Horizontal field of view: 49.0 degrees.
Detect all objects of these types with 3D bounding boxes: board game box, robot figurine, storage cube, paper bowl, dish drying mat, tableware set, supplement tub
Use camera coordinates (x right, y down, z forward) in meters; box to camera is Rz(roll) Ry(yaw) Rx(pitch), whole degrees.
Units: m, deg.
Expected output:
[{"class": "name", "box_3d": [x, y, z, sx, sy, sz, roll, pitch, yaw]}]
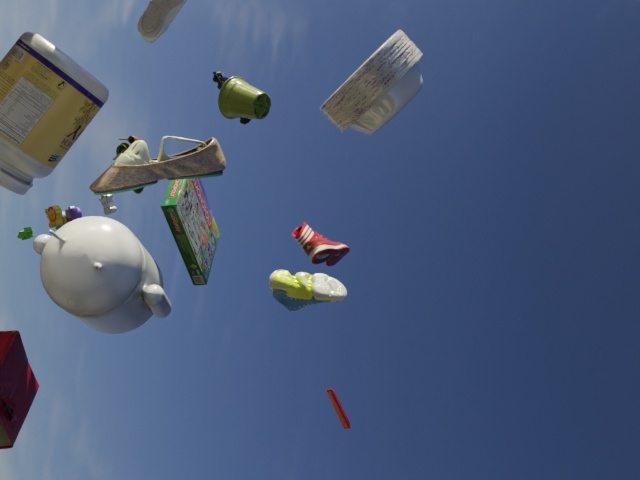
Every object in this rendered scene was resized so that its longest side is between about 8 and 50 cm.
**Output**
[{"class": "board game box", "box_3d": [-0.369, -0.054, 2.029, 0.317, 0.046, 0.214, 78, 15, -44]}, {"class": "robot figurine", "box_3d": [-0.446, 0.074, 1.447, 0.353, 0.299, 0.200, 87, 25, -71]}, {"class": "storage cube", "box_3d": [-0.766, 0.333, 1.563, 0.193, 0.214, 0.184, -93, 179, -57]}, {"class": "paper bowl", "box_3d": [0.143, -0.378, 1.766, 0.148, 0.284, 0.284, 47, -35, -7]}, {"class": "dish drying mat", "box_3d": [0.035, 0.328, 1.371, 0.083, 0.008, 0.032, 63, -28, 4]}, {"class": "tableware set", "box_3d": [-0.510, -0.203, 1.881, 0.103, 0.024, 0.154, 4, -86, 24]}, {"class": "supplement tub", "box_3d": [-0.696, -0.300, 1.680, 0.331, 0.241, 0.241, -53, -142, -2]}]

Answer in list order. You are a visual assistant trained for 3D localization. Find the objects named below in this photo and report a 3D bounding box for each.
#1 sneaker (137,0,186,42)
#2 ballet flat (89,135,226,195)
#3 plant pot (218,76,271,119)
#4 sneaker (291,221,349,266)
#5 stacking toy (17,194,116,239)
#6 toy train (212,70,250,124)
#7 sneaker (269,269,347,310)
[{"class": "sneaker", "box_3d": [-0.464, -0.700, 2.110, 0.235, 0.090, 0.095, -52, 180, -4]}, {"class": "ballet flat", "box_3d": [-0.371, -0.180, 1.591, 0.107, 0.315, 0.106, 22, -59, 57]}, {"class": "plant pot", "box_3d": [-0.139, -0.266, 1.348, 0.079, 0.083, 0.083, 23, -66, 33]}, {"class": "sneaker", "box_3d": [0.000, 0.000, 1.992, 0.087, 0.221, 0.128, -43, -107, 11]}, {"class": "stacking toy", "box_3d": [-0.634, -0.059, 1.749, 0.221, 0.167, 0.052, -16, -87, 43]}, {"class": "toy train", "box_3d": [-0.231, -0.378, 1.843, 0.036, 0.027, 0.158, -28, -78, 23]}, {"class": "sneaker", "box_3d": [-0.041, 0.162, 2.149, 0.126, 0.240, 0.091, 100, 7, -45]}]
